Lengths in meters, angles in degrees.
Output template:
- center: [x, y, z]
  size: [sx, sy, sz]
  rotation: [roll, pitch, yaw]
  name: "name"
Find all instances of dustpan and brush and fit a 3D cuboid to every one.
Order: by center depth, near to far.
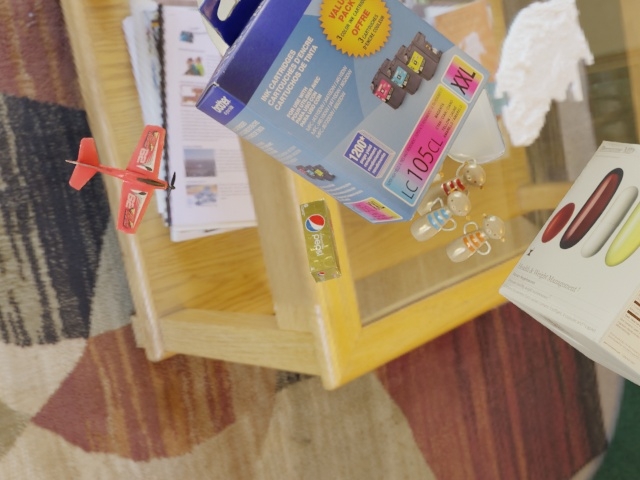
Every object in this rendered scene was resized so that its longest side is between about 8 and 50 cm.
- center: [0.281, -0.213, 1.633]
  size: [0.060, 0.211, 0.147]
  rotation: [6, 67, -62]
  name: "dustpan and brush"

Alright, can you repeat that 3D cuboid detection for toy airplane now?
- center: [-0.260, -0.085, 1.007]
  size: [0.151, 0.028, 0.151]
  rotation: [-9, 109, -27]
  name: "toy airplane"

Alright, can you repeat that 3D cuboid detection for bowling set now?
- center: [0.219, -0.085, 1.431]
  size: [0.287, 0.154, 0.200]
  rotation: [56, 30, 5]
  name: "bowling set"

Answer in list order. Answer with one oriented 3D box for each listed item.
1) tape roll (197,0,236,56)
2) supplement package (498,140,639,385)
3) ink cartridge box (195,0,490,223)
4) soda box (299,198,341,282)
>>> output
- center: [-0.068, -0.508, 1.536]
  size: [0.072, 0.392, 0.391]
  rotation: [-28, 108, -61]
  name: "tape roll"
- center: [0.327, 0.028, 0.769]
  size: [0.149, 0.194, 0.203]
  rotation: [35, 90, -17]
  name: "supplement package"
- center: [0.008, -0.236, 1.110]
  size: [0.396, 0.151, 0.269]
  rotation: [32, 77, -14]
  name: "ink cartridge box"
- center: [0.000, 0.000, 1.729]
  size: [0.058, 0.061, 0.181]
  rotation: [62, 15, -59]
  name: "soda box"
